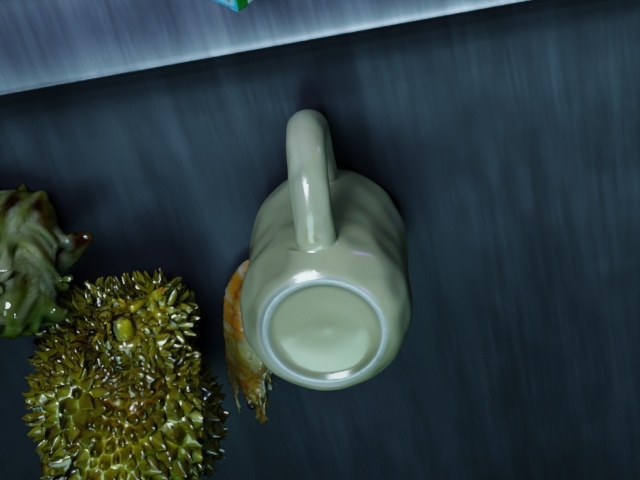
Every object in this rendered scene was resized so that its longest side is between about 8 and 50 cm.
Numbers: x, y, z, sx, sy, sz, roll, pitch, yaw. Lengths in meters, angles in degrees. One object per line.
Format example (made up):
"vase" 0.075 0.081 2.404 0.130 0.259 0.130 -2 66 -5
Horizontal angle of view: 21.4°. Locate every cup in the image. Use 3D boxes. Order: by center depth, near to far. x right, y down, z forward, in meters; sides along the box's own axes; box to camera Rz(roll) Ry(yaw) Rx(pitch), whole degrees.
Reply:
"cup" 0.019 0.007 1.721 0.173 0.202 0.255 15 118 -7

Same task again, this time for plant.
"plant" -0.367 0.053 1.894 0.251 0.180 0.333 31 157 13

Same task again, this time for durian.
"durian" -0.220 0.168 1.893 0.258 0.258 0.293 2 106 5

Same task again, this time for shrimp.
"shrimp" -0.046 0.110 1.936 0.150 0.068 0.249 11 128 -8

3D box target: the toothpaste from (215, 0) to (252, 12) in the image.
"toothpaste" -0.103 -0.331 1.507 0.065 0.050 0.267 24 143 32
